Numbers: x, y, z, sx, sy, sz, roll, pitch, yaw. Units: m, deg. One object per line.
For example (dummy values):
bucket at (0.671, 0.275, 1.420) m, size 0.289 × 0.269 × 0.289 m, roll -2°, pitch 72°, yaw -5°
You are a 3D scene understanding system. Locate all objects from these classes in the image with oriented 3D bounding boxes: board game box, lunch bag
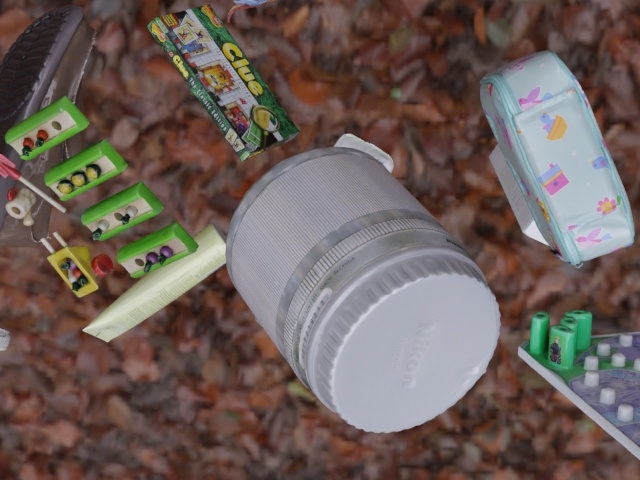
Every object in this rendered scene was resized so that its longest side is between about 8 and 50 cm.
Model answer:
board game box at (0.442, 0.136, 1.146) m, size 0.389 × 0.390 × 0.050 m, roll -3°, pitch 107°, yaw -16°
board game box at (-0.150, -0.251, 1.909) m, size 0.030 × 0.136 × 0.260 m, roll -39°, pitch 84°, yaw 37°
lunch bag at (0.301, -0.103, 1.578) m, size 0.107 × 0.224 × 0.279 m, roll -24°, pitch 97°, yaw 2°

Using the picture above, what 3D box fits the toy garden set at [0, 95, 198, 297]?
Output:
toy garden set at (-0.301, -0.034, 1.480) m, size 0.203 × 0.049 × 0.244 m, roll -22°, pitch 119°, yaw 37°

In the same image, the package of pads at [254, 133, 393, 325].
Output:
package of pads at (0.000, 0.000, 1.857) m, size 0.101 × 0.297 × 0.229 m, roll 29°, pitch 169°, yaw 5°

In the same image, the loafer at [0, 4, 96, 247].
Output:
loafer at (-0.395, -0.153, 1.718) m, size 0.130 × 0.366 × 0.133 m, roll 25°, pitch 172°, yaw -41°

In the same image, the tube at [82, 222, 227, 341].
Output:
tube at (-0.235, 0.067, 1.775) m, size 0.240 × 0.062 × 0.070 m, roll -38°, pitch 119°, yaw 2°

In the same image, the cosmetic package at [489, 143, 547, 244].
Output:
cosmetic package at (0.362, -0.085, 1.961) m, size 0.117 × 0.231 × 0.085 m, roll 23°, pitch 117°, yaw -21°

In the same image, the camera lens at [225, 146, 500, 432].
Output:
camera lens at (0.037, 0.044, 1.309) m, size 0.219 × 0.274 × 0.219 m, roll -15°, pitch 128°, yaw -21°

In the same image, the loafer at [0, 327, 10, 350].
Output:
loafer at (-0.681, 0.097, 2.150) m, size 0.319 × 0.112 × 0.112 m, roll 34°, pitch 162°, yaw -30°

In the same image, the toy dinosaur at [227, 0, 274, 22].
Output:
toy dinosaur at (-0.070, -0.310, 1.525) m, size 0.082 × 0.047 × 0.090 m, roll 12°, pitch 147°, yaw -4°
